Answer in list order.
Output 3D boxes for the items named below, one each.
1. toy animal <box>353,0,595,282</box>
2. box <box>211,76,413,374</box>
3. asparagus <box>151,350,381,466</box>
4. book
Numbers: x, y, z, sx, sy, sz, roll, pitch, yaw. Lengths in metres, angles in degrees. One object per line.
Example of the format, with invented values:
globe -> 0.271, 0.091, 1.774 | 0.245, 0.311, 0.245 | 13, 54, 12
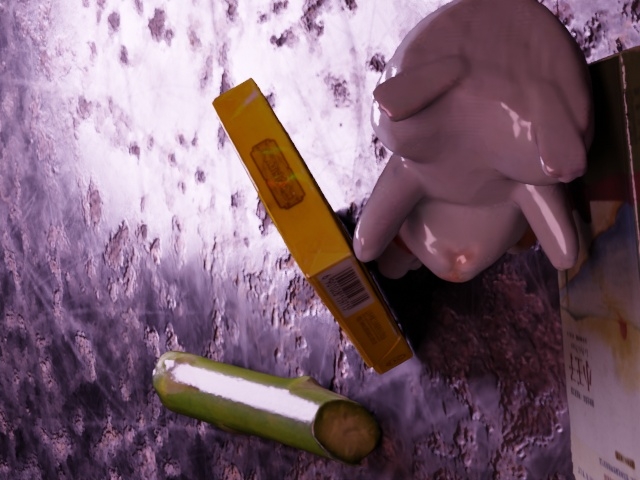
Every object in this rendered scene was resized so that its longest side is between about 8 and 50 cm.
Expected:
toy animal -> 0.097, -0.028, 0.872 | 0.282, 0.140, 0.138 | 96, -176, -51
box -> 0.000, 0.000, 0.997 | 0.043, 0.269, 0.152 | -28, 67, 1
asparagus -> -0.058, 0.147, 1.212 | 0.277, 0.060, 0.067 | 5, 90, 48
book -> 0.184, 0.029, 0.850 | 0.201, 0.026, 0.290 | -156, 61, -86
